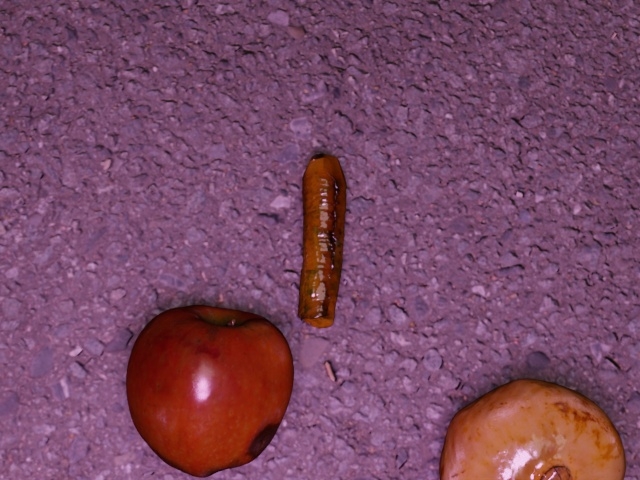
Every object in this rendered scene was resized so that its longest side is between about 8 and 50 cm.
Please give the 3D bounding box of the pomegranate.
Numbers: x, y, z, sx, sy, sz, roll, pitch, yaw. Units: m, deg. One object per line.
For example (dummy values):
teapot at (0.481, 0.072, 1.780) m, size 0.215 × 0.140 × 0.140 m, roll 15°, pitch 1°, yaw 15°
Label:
pomegranate at (0.279, 0.298, 1.222) m, size 0.248 × 0.248 × 0.248 m, roll 2°, pitch 73°, yaw -6°

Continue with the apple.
apple at (-0.148, 0.197, 1.219) m, size 0.230 × 0.230 × 0.229 m, roll 2°, pitch 73°, yaw -6°

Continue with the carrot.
carrot at (0.000, 0.000, 1.367) m, size 0.070 × 0.070 × 0.260 m, roll 5°, pitch 75°, yaw -5°
